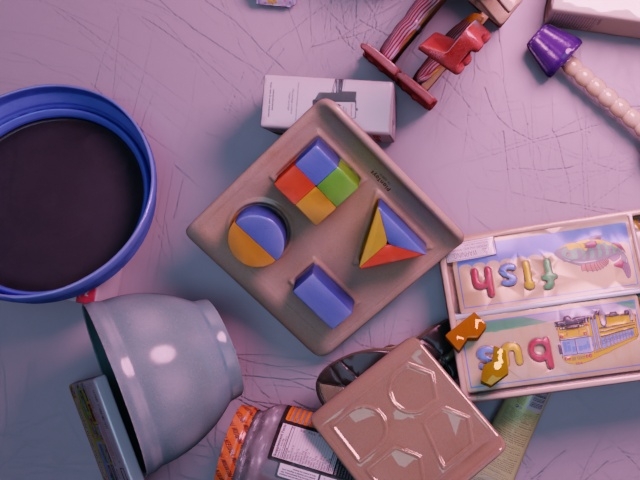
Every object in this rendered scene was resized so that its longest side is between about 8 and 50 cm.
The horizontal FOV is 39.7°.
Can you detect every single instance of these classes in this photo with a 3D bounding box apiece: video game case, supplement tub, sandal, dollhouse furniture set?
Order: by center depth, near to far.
[{"bbox_3d":[0.179,-0.330,1.314,0.152,0.374,0.201,40,94,0],"label":"dollhouse furniture set"},{"bbox_3d":[-0.001,0.384,1.442,0.316,0.193,0.193,15,93,8],"label":"supplement tub"},{"bbox_3d":[0.141,0.219,1.480,0.303,0.086,0.120,-20,83,-7],"label":"sandal"},{"bbox_3d":[-0.356,0.340,1.495,0.026,0.206,0.227,-20,89,-29],"label":"video game case"}]

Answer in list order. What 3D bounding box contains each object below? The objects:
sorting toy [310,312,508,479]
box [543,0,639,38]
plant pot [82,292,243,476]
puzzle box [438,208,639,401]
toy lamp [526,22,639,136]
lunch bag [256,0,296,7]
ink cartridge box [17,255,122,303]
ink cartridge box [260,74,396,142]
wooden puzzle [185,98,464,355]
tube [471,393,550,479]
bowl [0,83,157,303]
[{"bbox_3d":[0.169,0.264,1.356,0.307,0.041,0.229,-37,67,-8],"label":"sorting toy"},{"bbox_3d":[0.502,-0.377,1.401,0.275,0.113,0.094,9,91,6],"label":"box"},{"bbox_3d":[-0.246,0.207,1.448,0.196,0.293,0.293,-21,88,-20],"label":"plant pot"},{"bbox_3d":[0.405,0.102,1.416,0.409,0.052,0.272,-9,77,5],"label":"puzzle box"},{"bbox_3d":[0.451,-0.244,1.428,0.275,0.080,0.080,41,96,3],"label":"toy lamp"},{"bbox_3d":[-0.072,-0.441,1.504,0.071,0.053,0.083,8,101,9],"label":"lunch bag"},{"bbox_3d":[-0.436,0.066,1.533,0.151,0.109,0.063,11,93,7],"label":"ink cartridge box"},{"bbox_3d":[0.019,-0.213,1.447,0.208,0.153,0.086,5,92,6],"label":"ink cartridge box"},{"bbox_3d":[0.000,0.000,1.409,0.322,0.080,0.348,44,113,-12],"label":"wooden puzzle"},{"bbox_3d":[0.312,0.322,1.471,0.070,0.062,0.240,31,101,47],"label":"tube"},{"bbox_3d":[-0.464,-0.077,1.486,0.391,0.077,0.391,-1,68,3],"label":"bowl"}]
